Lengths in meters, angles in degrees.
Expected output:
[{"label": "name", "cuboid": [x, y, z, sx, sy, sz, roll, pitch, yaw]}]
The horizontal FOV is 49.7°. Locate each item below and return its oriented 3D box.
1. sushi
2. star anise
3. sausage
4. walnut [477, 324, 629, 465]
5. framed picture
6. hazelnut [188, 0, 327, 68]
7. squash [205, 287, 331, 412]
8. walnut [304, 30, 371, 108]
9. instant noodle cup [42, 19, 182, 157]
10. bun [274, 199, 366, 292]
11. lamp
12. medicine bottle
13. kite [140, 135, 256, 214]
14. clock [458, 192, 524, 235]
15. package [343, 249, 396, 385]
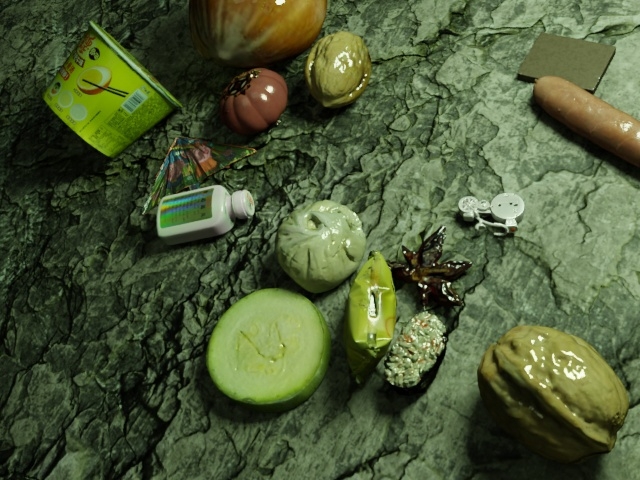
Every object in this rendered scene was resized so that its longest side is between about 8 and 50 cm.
[{"label": "sushi", "cuboid": [0.176, 0.206, 1.252, 0.091, 0.078, 0.150, 24, 70, 30]}, {"label": "star anise", "cuboid": [0.214, 0.051, 1.346, 0.157, 0.053, 0.212, -43, 54, -7]}, {"label": "sausage", "cuboid": [0.578, -0.217, 1.355, 0.088, 0.088, 0.433, -42, 55, -7]}, {"label": "walnut", "cuboid": [0.366, 0.240, 1.097, 0.198, 0.198, 0.245, -39, 52, -5]}, {"label": "framed picture", "cuboid": [0.536, -0.387, 1.506, 0.169, 0.023, 0.128, 22, 71, 29]}, {"label": "hazelnut", "cuboid": [-0.167, -0.583, 1.710, 0.372, 0.315, 0.372, -23, 43, 23]}, {"label": "squash", "cuboid": [-0.100, 0.212, 1.367, 0.252, 0.049, 0.252, -9, 58, 14]}, {"label": "walnut", "cuboid": [0.039, -0.391, 1.611, 0.155, 0.155, 0.184, 8, 71, 24]}, {"label": "instant noodle cup", "cuboid": [-0.535, -0.368, 1.739, 0.221, 0.311, 0.311, -45, 56, 1]}, {"label": "bun", "cuboid": [0.000, 0.000, 1.410, 0.193, 0.128, 0.178, -34, 54, -5]}, {"label": "lamp", "cuboid": [-0.157, -0.329, 1.664, 0.182, 0.140, 0.182, -22, 40, 21]}, {"label": "medicine bottle", "cuboid": [-0.262, -0.063, 1.572, 0.219, 0.078, 0.115, -11, 56, 14]}, {"label": "kite", "cuboid": [-0.318, -0.185, 1.706, 0.321, 0.016, 0.234, -28, 54, 2]}, {"label": "clock", "cuboid": [0.338, -0.054, 1.370, 0.129, 0.041, 0.087, 3, 58, 16]}, {"label": "package", "cuboid": [0.090, 0.143, 1.279, 0.090, 0.168, 0.226, 7, 63, -2]}]
